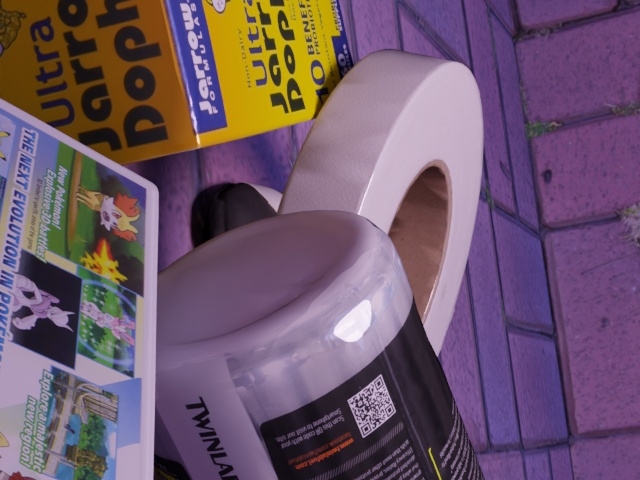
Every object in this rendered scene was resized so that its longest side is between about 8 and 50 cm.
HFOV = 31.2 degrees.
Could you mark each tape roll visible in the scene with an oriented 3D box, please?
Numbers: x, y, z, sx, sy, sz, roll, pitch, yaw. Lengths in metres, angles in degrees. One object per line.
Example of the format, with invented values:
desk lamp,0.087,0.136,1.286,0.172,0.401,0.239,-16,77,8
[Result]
tape roll,0.056,0.020,1.058,0.392,0.072,0.392,15,90,-70

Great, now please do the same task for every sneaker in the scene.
sneaker,0.000,0.000,1.221,0.330,0.146,0.122,15,68,-65

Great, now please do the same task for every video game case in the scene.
video game case,-0.210,0.016,0.548,0.300,0.036,0.329,30,31,-29

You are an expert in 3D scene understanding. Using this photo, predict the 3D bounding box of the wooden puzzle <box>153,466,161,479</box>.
wooden puzzle,-0.075,0.251,1.002,0.348,0.080,0.322,-77,152,-58

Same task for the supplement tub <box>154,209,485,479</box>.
supplement tub,0.005,0.166,0.804,0.207,0.207,0.338,-62,134,-58

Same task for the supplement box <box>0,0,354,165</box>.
supplement box,-0.124,-0.167,0.905,0.356,0.195,0.194,-31,109,-67
